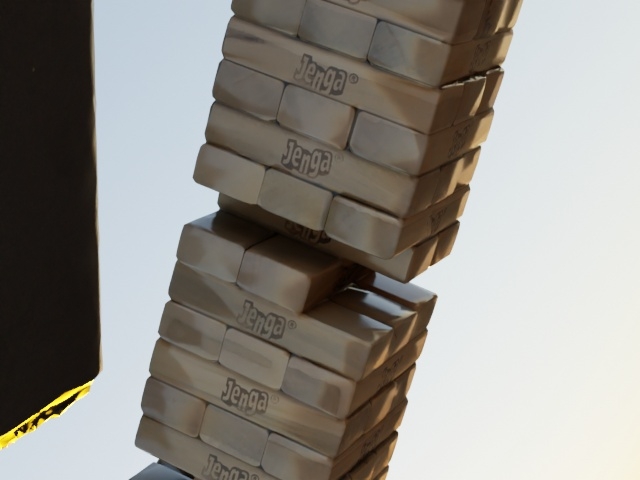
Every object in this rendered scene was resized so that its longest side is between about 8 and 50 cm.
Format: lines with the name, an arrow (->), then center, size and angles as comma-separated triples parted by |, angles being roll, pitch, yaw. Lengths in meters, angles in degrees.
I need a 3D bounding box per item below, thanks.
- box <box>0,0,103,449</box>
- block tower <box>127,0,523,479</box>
box -> -0.368, -0.150, 0.654 | 0.297, 0.472, 0.479 | -34, -49, -57
block tower -> 0.000, 0.000, 0.603 | 0.091, 0.097, 0.335 | -29, -42, -64
